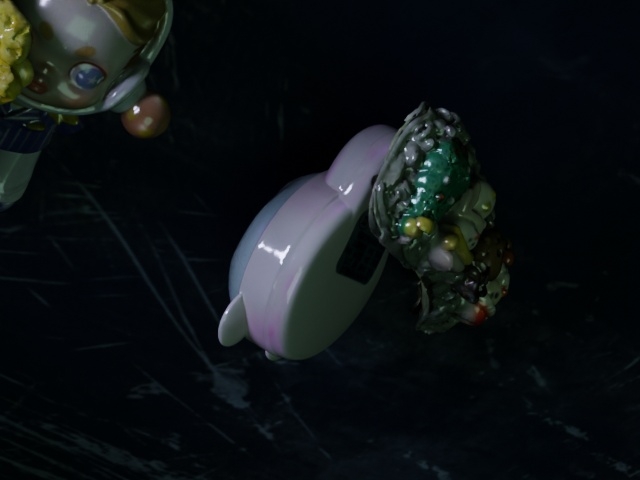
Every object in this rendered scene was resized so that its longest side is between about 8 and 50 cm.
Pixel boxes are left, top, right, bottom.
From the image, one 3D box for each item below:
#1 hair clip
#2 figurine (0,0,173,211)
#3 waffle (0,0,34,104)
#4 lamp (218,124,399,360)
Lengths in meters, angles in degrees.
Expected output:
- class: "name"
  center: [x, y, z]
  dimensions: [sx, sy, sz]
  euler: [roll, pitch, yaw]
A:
- class: "hair clip"
  center: [0.125, -0.001, 1.179]
  dimensions: [0.138, 0.091, 0.321]
  euler: [-61, 159, -12]
- class: "figurine"
  center: [-0.204, -0.128, 0.995]
  dimensions: [0.193, 0.133, 0.274]
  euler: [13, 135, -3]
- class: "waffle"
  center: [-0.318, -0.156, 0.893]
  dimensions: [0.238, 0.059, 0.243]
  euler: [44, 119, -11]
- class: "lamp"
  center: [-0.001, -0.002, 1.193]
  dimensions: [0.246, 0.108, 0.179]
  euler: [-55, 159, 3]
